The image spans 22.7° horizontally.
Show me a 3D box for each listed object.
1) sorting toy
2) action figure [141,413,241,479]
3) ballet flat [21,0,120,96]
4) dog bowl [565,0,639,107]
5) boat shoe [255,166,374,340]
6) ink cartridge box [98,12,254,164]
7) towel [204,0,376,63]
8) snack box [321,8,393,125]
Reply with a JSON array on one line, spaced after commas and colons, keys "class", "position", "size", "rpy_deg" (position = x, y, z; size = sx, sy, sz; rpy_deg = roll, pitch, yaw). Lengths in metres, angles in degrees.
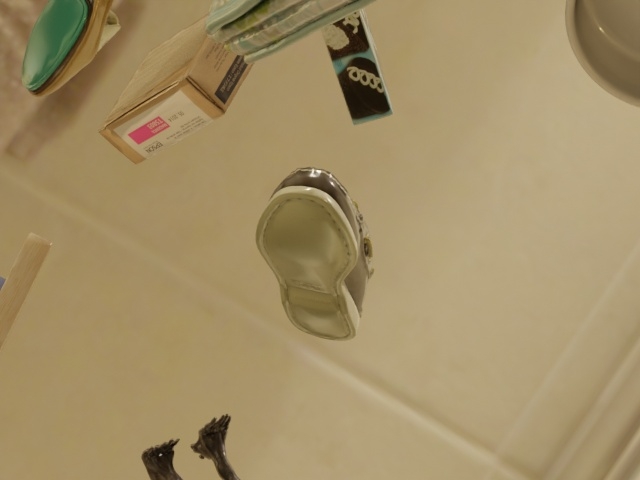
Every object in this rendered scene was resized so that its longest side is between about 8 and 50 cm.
[{"class": "sorting toy", "position": [-0.361, 0.128, 1.499], "size": [0.089, 0.257, 0.255], "rpy_deg": [26, -23, -8]}, {"class": "action figure", "position": [-0.112, 0.347, 1.838], "size": [0.276, 0.164, 0.141], "rpy_deg": [65, -21, 21]}, {"class": "ballet flat", "position": [-0.210, -0.235, 1.516], "size": [0.073, 0.232, 0.080], "rpy_deg": [10, 24, -42]}, {"class": "dog bowl", "position": [0.435, -0.292, 1.938], "size": [0.265, 0.265, 0.104], "rpy_deg": [33, 39, -9]}, {"class": "boat shoe", "position": [0.000, 0.000, 1.259], "size": [0.081, 0.069, 0.228], "rpy_deg": [13, -28, 11]}, {"class": "ink cartridge box", "position": [-0.203, -0.238, 2.394], "size": [0.088, 0.193, 0.234], "rpy_deg": [43, -40, -22]}, {"class": "towel", "position": [0.053, -0.349, 1.589], "size": [0.090, 0.320, 0.374], "rpy_deg": [42, -31, -20]}, {"class": "snack box", "position": [0.013, -0.328, 2.025], "size": [0.187, 0.060, 0.322], "rpy_deg": [-100, 171, -57]}]
